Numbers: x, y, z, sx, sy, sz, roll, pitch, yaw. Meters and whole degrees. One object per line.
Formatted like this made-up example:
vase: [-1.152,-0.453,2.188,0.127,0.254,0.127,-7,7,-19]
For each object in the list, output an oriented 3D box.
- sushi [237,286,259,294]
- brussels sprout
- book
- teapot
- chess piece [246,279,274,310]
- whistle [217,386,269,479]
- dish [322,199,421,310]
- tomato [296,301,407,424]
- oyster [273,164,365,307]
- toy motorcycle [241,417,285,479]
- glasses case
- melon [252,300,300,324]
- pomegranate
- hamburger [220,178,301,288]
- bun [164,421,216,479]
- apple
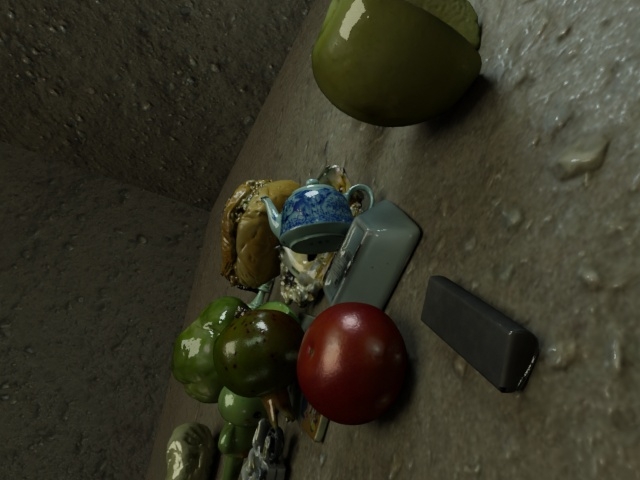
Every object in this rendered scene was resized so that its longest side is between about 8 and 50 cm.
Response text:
sushi: [-0.235,0.136,1.655,0.094,0.084,0.098,-39,33,61]
brussels sprout: [-0.287,0.315,1.384,0.274,0.242,0.317,-82,14,-50]
book: [-0.023,0.272,1.045,0.295,0.020,0.208,-1,72,70]
teapot: [-0.005,-0.058,0.989,0.159,0.232,0.159,-8,-90,-86]
chess piece: [-0.180,0.158,1.534,0.149,0.059,0.059,-69,19,-8]
whistle: [-0.179,0.458,1.184,0.141,0.141,0.294,-175,84,-70]
dish: [0.071,0.046,0.905,0.243,0.080,0.182,-66,20,16]
tomato: [0.043,0.185,0.762,0.195,0.136,0.195,-54,25,40]
oyster: [0.000,-0.002,1.136,0.354,0.107,0.201,-54,56,26]
toy motorcycle: [-0.123,0.494,1.026,0.151,0.074,0.229,-13,69,62]
glasses case: [0.183,0.105,0.599,0.190,0.042,0.072,-136,59,-69]
melon: [-0.129,0.216,1.200,0.209,0.064,0.118,-20,45,45]
pomegranate: [-0.118,0.255,1.013,0.198,0.198,0.246,-56,37,36]
hamburger: [-0.138,-0.018,1.289,0.318,0.158,0.319,-51,-30,-46]
bun: [-0.392,0.677,1.507,0.229,0.145,0.229,-3,-90,-83]
apple: [0.121,-0.319,0.840,0.295,0.257,0.233,-86,23,-46]
